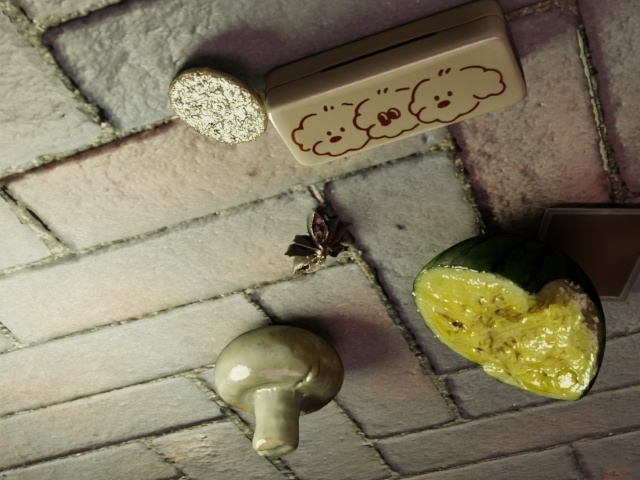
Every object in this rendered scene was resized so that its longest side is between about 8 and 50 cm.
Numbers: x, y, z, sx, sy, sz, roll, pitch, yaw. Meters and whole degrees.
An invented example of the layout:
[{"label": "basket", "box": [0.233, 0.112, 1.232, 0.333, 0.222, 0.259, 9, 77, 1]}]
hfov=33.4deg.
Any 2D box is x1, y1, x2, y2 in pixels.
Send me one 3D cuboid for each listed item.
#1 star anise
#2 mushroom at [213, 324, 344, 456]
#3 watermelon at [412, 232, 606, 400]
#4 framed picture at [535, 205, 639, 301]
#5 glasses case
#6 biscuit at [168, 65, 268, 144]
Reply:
[{"label": "star anise", "box": [-0.005, -0.006, 1.730, 0.124, 0.056, 0.129, -25, 141, -13]}, {"label": "mushroom", "box": [-0.074, 0.281, 1.966, 0.243, 0.244, 0.244, -2, 143, -2]}, {"label": "watermelon", "box": [0.332, 0.102, 1.770, 0.330, 0.189, 0.331, 34, 153, 20]}, {"label": "framed picture", "box": [0.459, 0.025, 1.834, 0.217, 0.017, 0.274, 1, 143, -6]}, {"label": "glasses case", "box": [0.100, -0.208, 1.444, 0.336, 0.076, 0.144, -17, 141, 17]}, {"label": "biscuit", "box": [-0.140, -0.185, 1.474, 0.152, 0.020, 0.152, 14, 149, 8]}]
